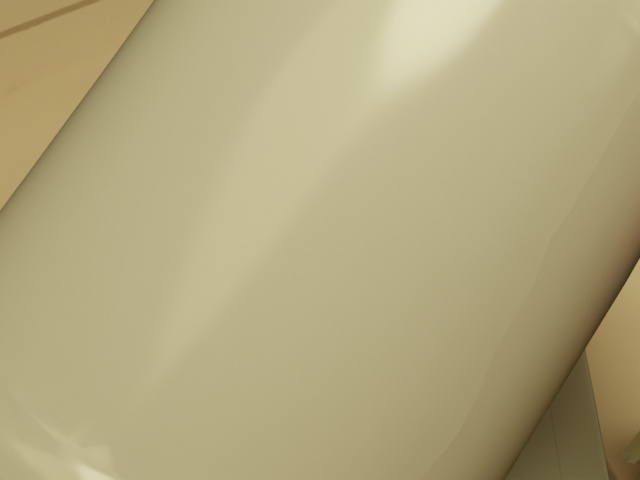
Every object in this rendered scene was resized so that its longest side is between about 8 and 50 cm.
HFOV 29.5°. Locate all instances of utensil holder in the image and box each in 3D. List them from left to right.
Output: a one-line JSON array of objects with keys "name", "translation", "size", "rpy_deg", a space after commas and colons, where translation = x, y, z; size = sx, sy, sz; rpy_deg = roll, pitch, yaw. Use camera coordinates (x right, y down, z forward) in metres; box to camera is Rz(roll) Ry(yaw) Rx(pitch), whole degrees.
[{"name": "utensil holder", "translation": [0.000, 0.000, 0.695], "size": [0.327, 0.327, 0.385], "rpy_deg": [29, 82, 30]}]

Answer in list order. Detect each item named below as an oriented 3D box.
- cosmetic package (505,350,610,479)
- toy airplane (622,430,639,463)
[{"name": "cosmetic package", "translation": [0.061, 0.155, 0.897], "size": [0.284, 0.097, 0.377], "rpy_deg": [-6, 52, 5]}, {"name": "toy airplane", "translation": [0.311, 0.176, 0.691], "size": [0.272, 0.386, 0.384], "rpy_deg": [-30, 62, 11]}]
